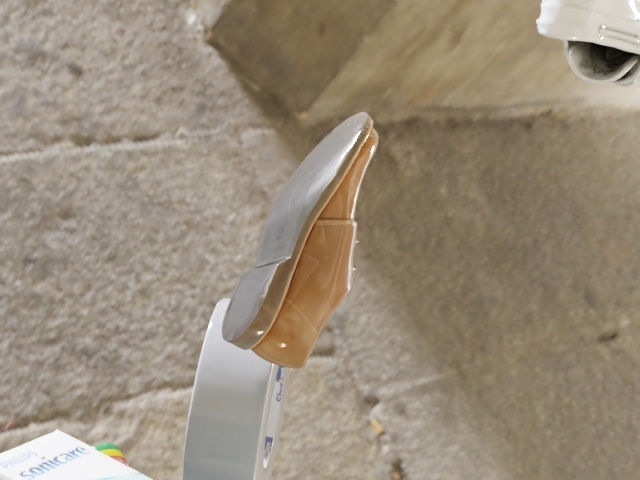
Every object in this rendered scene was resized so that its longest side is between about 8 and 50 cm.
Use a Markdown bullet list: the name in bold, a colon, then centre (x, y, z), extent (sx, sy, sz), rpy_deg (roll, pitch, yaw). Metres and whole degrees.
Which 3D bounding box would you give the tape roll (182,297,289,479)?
- **tape roll**: centre (-0.080, 0.169, 1.327), extent (0.072, 0.219, 0.219), rpy_deg (9, 48, 4)

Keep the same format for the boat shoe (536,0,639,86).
- **boat shoe**: centre (0.216, -0.158, 0.989), extent (0.095, 0.084, 0.258), rpy_deg (17, 3, 32)

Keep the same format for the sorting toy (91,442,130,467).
- **sorting toy**: centre (-0.282, 0.272, 1.102), extent (0.132, 0.274, 0.046), rpy_deg (31, 15, -52)

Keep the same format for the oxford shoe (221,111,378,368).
- **oxford shoe**: centre (0.000, 0.000, 1.019), extent (0.076, 0.076, 0.212), rpy_deg (32, 73, -24)

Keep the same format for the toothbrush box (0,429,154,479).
- **toothbrush box**: centre (-0.141, 0.308, 0.983), extent (0.295, 0.216, 0.126), rpy_deg (23, 10, 14)
